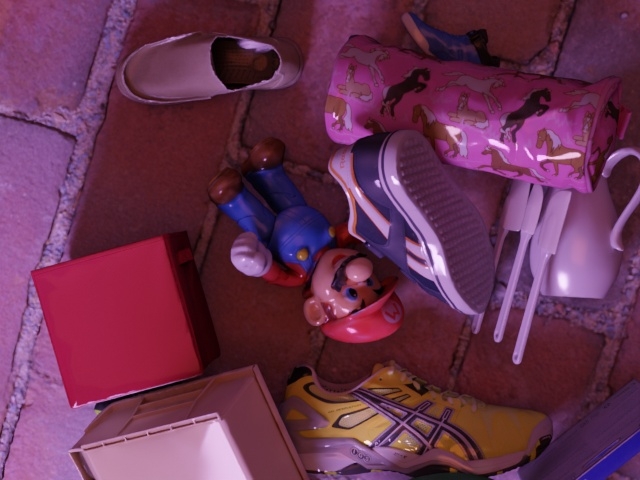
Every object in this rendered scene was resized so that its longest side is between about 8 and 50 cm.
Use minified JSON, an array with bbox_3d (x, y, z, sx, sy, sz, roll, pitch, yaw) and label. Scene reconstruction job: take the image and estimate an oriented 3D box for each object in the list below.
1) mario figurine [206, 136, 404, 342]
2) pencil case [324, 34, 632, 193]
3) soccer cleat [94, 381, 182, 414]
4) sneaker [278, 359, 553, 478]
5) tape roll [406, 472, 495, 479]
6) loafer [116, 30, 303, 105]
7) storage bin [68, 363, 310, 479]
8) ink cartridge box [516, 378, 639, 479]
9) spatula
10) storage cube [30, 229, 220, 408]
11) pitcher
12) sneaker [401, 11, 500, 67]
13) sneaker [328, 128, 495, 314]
[{"bbox_3d":[0.000,0.000,1.554,0.198,0.170,0.320,-44,86,8],"label":"mario figurine"},{"bbox_3d":[0.200,-0.168,1.490,0.386,0.160,0.167,14,66,24],"label":"pencil case"},{"bbox_3d":[-0.234,0.228,1.631,0.178,0.060,0.072,0,74,2],"label":"soccer cleat"},{"bbox_3d":[0.128,0.243,1.564,0.384,0.145,0.147,0,92,2],"label":"sneaker"},{"bbox_3d":[0.151,0.456,1.519,0.321,0.077,0.321,-6,121,-10],"label":"tape roll"},{"bbox_3d":[-0.160,-0.249,1.597,0.268,0.092,0.102,-8,90,3],"label":"loafer"},{"bbox_3d":[-0.163,0.335,1.528,0.260,0.123,0.262,-17,106,25],"label":"storage bin"},{"bbox_3d":[0.370,0.282,1.511,0.223,0.224,0.045,-39,88,4],"label":"ink cartridge box"},{"bbox_3d":[0.270,0.034,1.552,0.019,0.168,0.242,9,101,-24],"label":"spatula"},{"bbox_3d":[-0.262,0.104,1.563,0.215,0.183,0.193,-16,91,3],"label":"storage cube"},{"bbox_3d":[0.367,-0.025,1.537,0.125,0.177,0.207,5,88,-37],"label":"pitcher"},{"bbox_3d":[0.188,-0.279,1.593,0.084,0.058,0.152,-42,93,9],"label":"sneaker"},{"bbox_3d":[0.125,-0.024,1.510,0.127,0.321,0.126,-1,48,37],"label":"sneaker"}]
